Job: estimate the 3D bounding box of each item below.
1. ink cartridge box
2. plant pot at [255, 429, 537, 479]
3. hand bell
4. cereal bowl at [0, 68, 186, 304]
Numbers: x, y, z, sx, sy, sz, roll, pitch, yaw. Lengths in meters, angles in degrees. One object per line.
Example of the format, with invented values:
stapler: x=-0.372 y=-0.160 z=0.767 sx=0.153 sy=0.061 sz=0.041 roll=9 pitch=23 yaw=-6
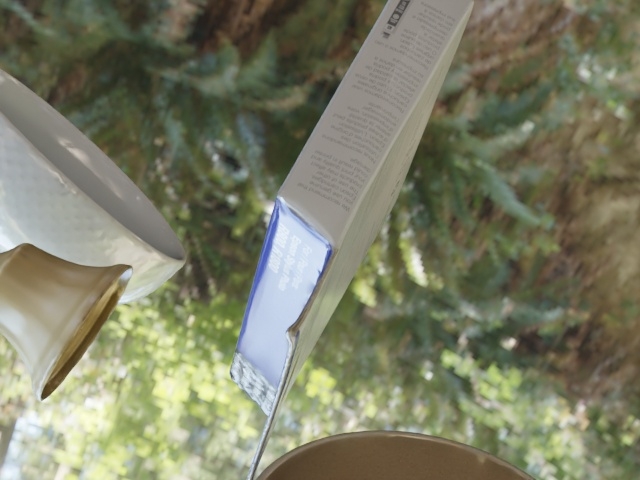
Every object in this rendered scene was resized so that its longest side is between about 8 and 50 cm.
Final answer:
ink cartridge box: x=0.000 y=0.000 z=0.821 sx=0.045 sy=0.223 sz=0.224 roll=25 pitch=-120 yaw=4
plant pot: x=0.054 y=0.329 z=1.145 sx=0.256 sy=0.274 sz=0.256 roll=7 pitch=-153 yaw=-4
hand bell: x=-0.280 y=0.007 z=1.179 sx=0.242 sy=0.126 sz=0.126 roll=33 pitch=-142 yaw=2
cereal bowl: x=-0.316 y=-0.046 z=1.691 sx=0.339 sy=0.141 sz=0.339 roll=43 pitch=-176 yaw=-3
